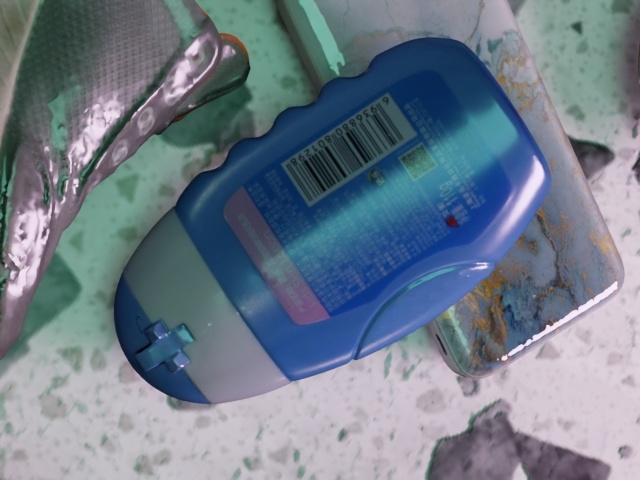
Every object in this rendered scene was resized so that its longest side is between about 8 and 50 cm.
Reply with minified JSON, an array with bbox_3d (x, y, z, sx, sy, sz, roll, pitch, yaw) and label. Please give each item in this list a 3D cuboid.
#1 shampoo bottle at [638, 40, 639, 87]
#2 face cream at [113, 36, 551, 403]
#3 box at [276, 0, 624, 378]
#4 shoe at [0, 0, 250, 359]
[{"bbox_3d":[0.281,-0.151,0.908,0.127,0.078,0.257,24,80,-22],"label":"shampoo bottle"},{"bbox_3d":[0.000,0.000,0.784,0.264,0.083,0.149,-33,93,2],"label":"face cream"},{"bbox_3d":[0.087,-0.063,0.864,0.142,0.044,0.285,-30,100,-21],"label":"box"},{"bbox_3d":[-0.128,-0.088,0.756,0.171,0.132,0.337,12,83,-28],"label":"shoe"}]
